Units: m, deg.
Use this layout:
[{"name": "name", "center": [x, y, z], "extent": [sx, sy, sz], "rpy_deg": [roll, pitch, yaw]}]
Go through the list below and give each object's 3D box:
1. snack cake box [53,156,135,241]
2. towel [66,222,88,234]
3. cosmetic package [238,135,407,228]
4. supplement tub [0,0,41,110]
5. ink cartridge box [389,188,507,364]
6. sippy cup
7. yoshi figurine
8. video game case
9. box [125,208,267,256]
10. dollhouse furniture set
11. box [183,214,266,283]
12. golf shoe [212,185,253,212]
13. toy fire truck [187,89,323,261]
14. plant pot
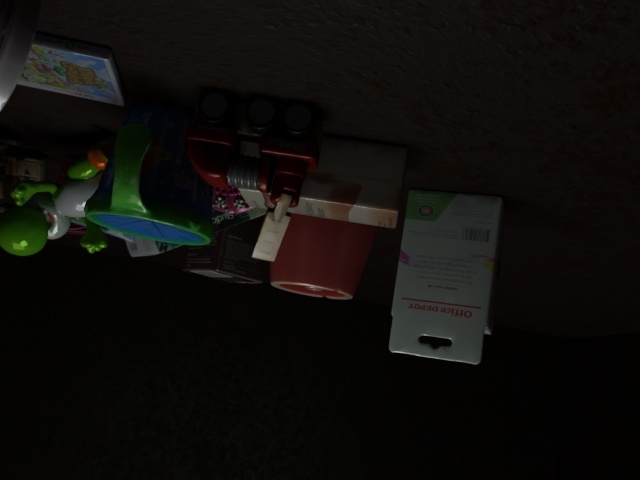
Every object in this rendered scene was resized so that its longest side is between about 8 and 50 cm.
[{"name": "snack cake box", "center": [-0.536, -0.102, 1.817], "extent": [0.264, 0.152, 0.089], "rpy_deg": [15, 172, 36]}, {"name": "towel", "center": [-0.646, -0.060, 2.294], "extent": [0.237, 0.037, 0.329], "rpy_deg": [4, -170, 27]}, {"name": "cosmetic package", "center": [0.009, -0.117, 1.427], "extent": [0.296, 0.129, 0.153], "rpy_deg": [9, 171, 7]}, {"name": "supplement tub", "center": [-0.495, -0.268, 0.816], "extent": [0.316, 0.228, 0.228], "rpy_deg": [19, 166, -39]}, {"name": "ink cartridge box", "center": [0.273, 0.081, 1.613], "extent": [0.207, 0.354, 0.119], "rpy_deg": [7, 169, 19]}, {"name": "sippy cup", "center": [-0.295, -0.125, 1.401], "extent": [0.240, 0.224, 0.305], "rpy_deg": [16, 167, -28]}, {"name": "yoshi figurine", "center": [-0.565, -0.067, 1.647], "extent": [0.362, 0.204, 0.203], "rpy_deg": [-27, 161, 19]}, {"name": "video game case", "center": [-0.427, -0.282, 1.236], "extent": [0.193, 0.023, 0.212], "rpy_deg": [11, 169, -6]}, {"name": "box", "center": [-0.292, -0.041, 1.843], "extent": [0.322, 0.058, 0.232], "rpy_deg": [-24, -171, -28]}, {"name": "dollhouse furniture set", "center": [-0.785, -0.146, 1.800], "extent": [0.161, 0.212, 0.242], "rpy_deg": [9, -166, 6]}, {"name": "box", "center": [-0.255, 0.006, 2.107], "extent": [0.167, 0.203, 0.168], "rpy_deg": [19, 166, -42]}, {"name": "golf shoe", "center": [-0.242, -0.127, 1.737], "extent": [0.306, 0.115, 0.140], "rpy_deg": [1, -166, 20]}, {"name": "toy fire truck", "center": [-0.118, -0.104, 1.288], "extent": [0.217, 0.246, 0.158], "rpy_deg": [9, 169, 4]}, {"name": "plant pot", "center": [0.000, 0.000, 1.743], "extent": [0.274, 0.243, 0.275], "rpy_deg": [9, 169, 2]}]
